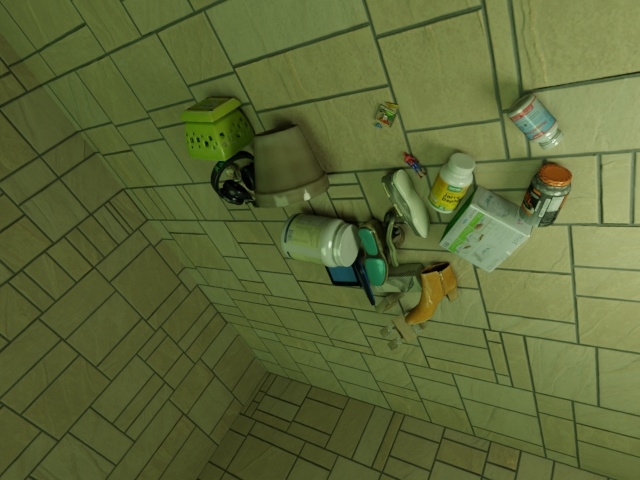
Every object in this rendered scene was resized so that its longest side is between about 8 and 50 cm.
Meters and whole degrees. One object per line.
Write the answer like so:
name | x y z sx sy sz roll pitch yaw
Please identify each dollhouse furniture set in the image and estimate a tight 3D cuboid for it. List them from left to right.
dollhouse furniture set | 0.411 0.399 2.162 0.242 0.212 0.161 56 150 18

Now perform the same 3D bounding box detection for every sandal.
sandal | 0.332 -0.011 1.857 0.087 0.120 0.302 -9 133 10

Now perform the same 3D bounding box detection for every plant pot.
plant pot | -0.454 -0.493 1.826 0.229 0.227 0.207 12 133 29
plant pot | -0.148 -0.319 1.743 0.324 0.323 0.280 2 116 38

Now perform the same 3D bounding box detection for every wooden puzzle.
wooden puzzle | 0.232 -0.444 1.501 0.079 0.014 0.116 26 144 12

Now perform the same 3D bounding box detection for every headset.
headset | -0.387 -0.281 2.031 0.185 0.243 0.394 44 171 32

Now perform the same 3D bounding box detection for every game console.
game console | 0.138 0.193 2.148 0.174 0.250 0.293 -23 132 0

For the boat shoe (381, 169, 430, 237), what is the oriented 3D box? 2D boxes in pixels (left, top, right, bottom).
boat shoe | 0.344 -0.140 1.684 0.091 0.109 0.304 -9 119 45

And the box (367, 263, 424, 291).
box | 0.374 0.183 2.036 0.275 0.094 0.113 -8 126 43

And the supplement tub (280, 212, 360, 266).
supplement tub | 0.000 0.000 2.007 0.325 0.235 0.235 10 138 30

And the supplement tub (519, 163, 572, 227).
supplement tub | 0.728 -0.144 1.358 0.117 0.117 0.190 20 141 21

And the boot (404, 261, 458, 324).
boot | 0.476 0.231 1.889 0.211 0.295 0.104 62 175 -27

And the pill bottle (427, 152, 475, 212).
pill bottle | 0.468 -0.204 1.496 0.118 0.117 0.208 27 143 12

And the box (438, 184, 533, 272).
box | 0.612 -0.034 1.568 0.231 0.126 0.261 29 144 7

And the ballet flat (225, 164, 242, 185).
ballet flat | -0.439 -0.303 2.160 0.067 0.073 0.206 8 142 12

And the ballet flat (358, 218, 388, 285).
ballet flat | 0.261 0.053 1.952 0.123 0.123 0.348 6 127 34

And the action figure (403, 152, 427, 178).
action figure | 0.350 -0.285 1.576 0.115 0.030 0.038 46 138 -7

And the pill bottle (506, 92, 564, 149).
pill bottle | 0.631 -0.344 1.230 0.160 0.087 0.087 42 144 -9
